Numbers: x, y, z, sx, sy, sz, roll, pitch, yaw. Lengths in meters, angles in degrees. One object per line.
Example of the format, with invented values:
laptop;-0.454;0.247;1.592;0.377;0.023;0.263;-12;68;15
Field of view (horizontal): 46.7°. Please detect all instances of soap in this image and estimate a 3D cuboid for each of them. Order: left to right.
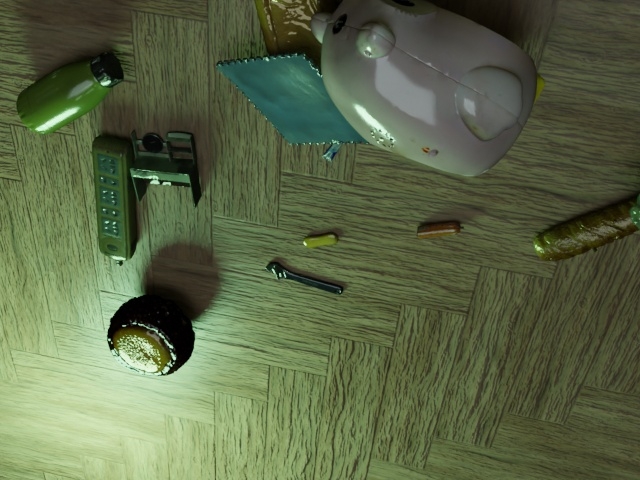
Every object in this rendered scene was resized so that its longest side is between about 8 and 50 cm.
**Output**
soap;0.000;0.000;1.802;0.089;0.012;0.034;-8;125;19

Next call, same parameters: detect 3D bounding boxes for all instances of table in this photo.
table;-0.364;-0.166;1.733;0.146;0.062;0.175;6;131;10

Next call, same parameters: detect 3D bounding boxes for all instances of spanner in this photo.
spanner;-0.041;0.098;1.890;0.208;0.012;0.046;17;128;0

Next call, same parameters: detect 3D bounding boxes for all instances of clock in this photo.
clock;0.170;-0.272;1.309;0.376;0.368;0.250;22;100;-29

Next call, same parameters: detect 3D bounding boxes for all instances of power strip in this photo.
power strip;-0.507;-0.082;1.832;0.092;0.066;0.387;14;130;6

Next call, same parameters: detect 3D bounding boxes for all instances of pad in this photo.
pad;-0.048;-0.275;1.484;0.269;0.012;0.269;8;152;43

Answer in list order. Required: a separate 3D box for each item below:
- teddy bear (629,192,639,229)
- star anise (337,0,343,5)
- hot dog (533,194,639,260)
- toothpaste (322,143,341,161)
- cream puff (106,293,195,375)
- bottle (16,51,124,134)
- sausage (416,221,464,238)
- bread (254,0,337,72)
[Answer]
teddy bear;0.803;-0.145;1.370;0.367;0.224;0.357;10;143;4
star anise;0.110;-0.463;1.386;0.168;0.057;0.168;4;125;6
hot dog;0.599;-0.026;1.606;0.286;0.061;0.088;-30;104;30
toothpaste;0.031;-0.206;1.634;0.024;0.015;0.083;28;134;-10
cream puff;-0.452;0.253;2.015;0.239;0.165;0.239;8;125;12
bottle;-0.540;-0.326;1.618;0.260;0.112;0.112;-20;120;27
sausage;0.275;-0.025;1.703;0.107;0.031;0.031;-7;125;20
bread;-0.050;-0.442;1.401;0.152;0.119;0.288;-5;127;14
